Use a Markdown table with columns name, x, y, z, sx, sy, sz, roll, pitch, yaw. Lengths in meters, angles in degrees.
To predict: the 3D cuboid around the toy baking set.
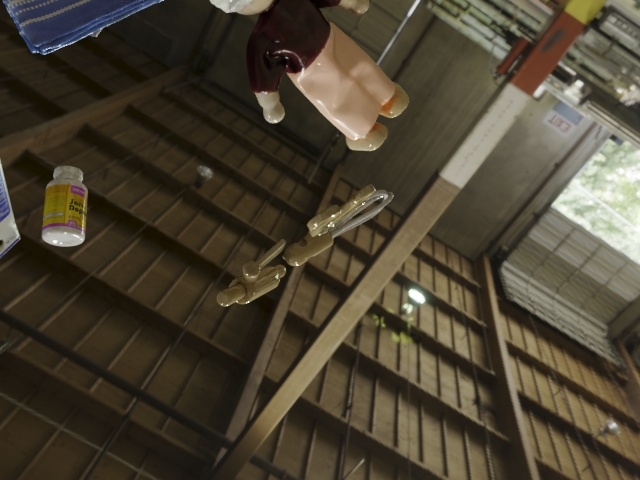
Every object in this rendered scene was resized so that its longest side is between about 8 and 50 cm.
| name | x | y | z | sx | sy | sz | roll | pitch | yaw |
| --- | --- | --- | --- | --- | --- | --- | --- | --- | --- |
| toy baking set | -0.006 | 0.004 | 0.641 | 0.030 | 0.196 | 0.256 | 57 | -166 | 4 |

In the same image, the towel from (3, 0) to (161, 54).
| name | x | y | z | sx | sy | sz | roll | pitch | yaw |
| --- | --- | --- | --- | --- | --- | --- | --- | --- | --- |
| towel | -0.428 | -0.494 | 0.900 | 0.336 | 0.243 | 0.040 | 63 | 170 | -13 |

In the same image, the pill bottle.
| name | x | y | z | sx | sy | sz | roll | pitch | yaw |
| --- | --- | --- | --- | --- | --- | --- | --- | --- | --- |
| pill bottle | -0.281 | -0.039 | 0.629 | 0.043 | 0.043 | 0.083 | 13 | -118 | -40 |

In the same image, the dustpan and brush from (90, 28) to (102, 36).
| name | x | y | z | sx | sy | sz | roll | pitch | yaw |
| --- | --- | --- | --- | --- | --- | --- | --- | --- | --- |
| dustpan and brush | -0.486 | -0.472 | 1.121 | 0.147 | 0.060 | 0.211 | 24 | -161 | -22 |

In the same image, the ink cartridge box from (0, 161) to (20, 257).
| name | x | y | z | sx | sy | sz | roll | pitch | yaw |
| --- | --- | --- | --- | --- | --- | --- | --- | --- | --- |
| ink cartridge box | -0.646 | -0.102 | 1.031 | 0.065 | 0.333 | 0.165 | 7 | -148 | 3 |

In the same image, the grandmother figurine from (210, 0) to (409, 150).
| name | x | y | z | sx | sy | sz | roll | pitch | yaw |
| --- | --- | --- | --- | --- | --- | --- | --- | --- | --- |
| grandmother figurine | -0.021 | -0.249 | 0.741 | 0.104 | 0.208 | 0.342 | 16 | 164 | 46 |
